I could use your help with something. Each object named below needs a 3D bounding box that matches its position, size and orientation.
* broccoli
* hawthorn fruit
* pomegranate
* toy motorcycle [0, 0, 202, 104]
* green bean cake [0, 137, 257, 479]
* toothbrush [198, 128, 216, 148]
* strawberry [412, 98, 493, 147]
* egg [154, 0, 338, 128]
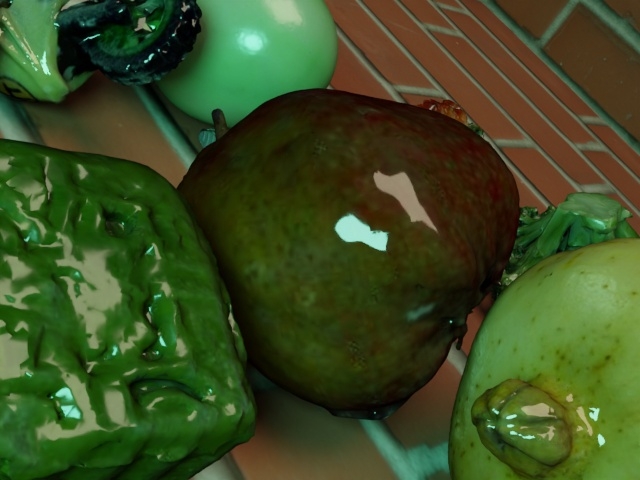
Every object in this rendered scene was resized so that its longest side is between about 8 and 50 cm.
[{"bbox_3d":[0.366,0.036,1.175,0.269,0.241,0.261,18,44,24],"label":"broccoli"},{"bbox_3d":[0.018,-0.002,0.789,0.325,0.308,0.308,22,32,-7],"label":"hawthorn fruit"},{"bbox_3d":[0.279,0.180,0.740,0.410,0.410,0.410,27,32,-18],"label":"pomegranate"},{"bbox_3d":[-0.288,-0.302,0.940,0.410,0.237,0.168,63,0,33],"label":"toy motorcycle"},{"bbox_3d":[-0.190,0.059,0.572,0.250,0.156,0.247,3,55,-38],"label":"green bean cake"},{"bbox_3d":[0.000,0.000,1.011,0.413,0.035,0.042,44,22,10],"label":"toothbrush"},{"bbox_3d":[0.137,-0.105,1.154,0.236,0.107,0.175,-17,100,-45],"label":"strawberry"},{"bbox_3d":[-0.102,-0.250,1.042,0.270,0.220,0.220,15,13,39],"label":"egg"}]
